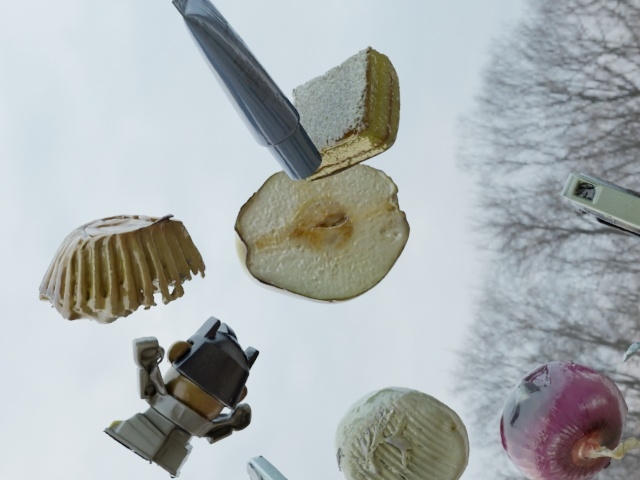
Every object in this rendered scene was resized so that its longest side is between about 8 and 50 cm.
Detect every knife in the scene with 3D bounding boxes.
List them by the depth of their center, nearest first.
[{"bbox_3d":[0.593,0.212,1.602,0.028,0.015,0.210,-46,-20,2],"label":"knife"}]

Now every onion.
[{"bbox_3d":[0.387,0.295,1.380,0.207,0.200,0.200,-49,-6,37],"label":"onion"}]

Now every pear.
[{"bbox_3d":[0.000,0.000,1.906,0.191,0.386,0.340,100,156,-69],"label":"pear"}]

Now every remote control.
[{"bbox_3d":[-0.102,0.605,2.034,0.052,0.247,0.104,-29,-56,-26],"label":"remote control"}]

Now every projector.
[{"bbox_3d":[0.591,-0.055,1.601,0.079,0.257,0.259,-69,-16,12],"label":"projector"}]

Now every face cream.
[{"bbox_3d":[-0.120,-0.253,1.354,0.385,0.086,0.135,53,-160,-34],"label":"face cream"}]

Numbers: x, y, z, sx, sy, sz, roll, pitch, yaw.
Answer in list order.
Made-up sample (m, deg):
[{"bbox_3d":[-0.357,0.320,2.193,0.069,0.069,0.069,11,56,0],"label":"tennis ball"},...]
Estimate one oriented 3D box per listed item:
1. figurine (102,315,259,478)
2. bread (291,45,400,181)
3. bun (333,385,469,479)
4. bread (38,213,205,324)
[{"bbox_3d":[-0.231,0.280,1.515,0.308,0.143,0.308,-30,-45,-35],"label":"figurine"},{"bbox_3d":[0.041,-0.227,1.566,0.110,0.234,0.184,22,-116,-36],"label":"bread"},{"bbox_3d":[0.158,0.419,1.699,0.168,0.273,0.273,-31,-48,-88],"label":"bun"},{"bbox_3d":[-0.321,0.039,1.349,0.274,0.274,0.149,-23,-73,-60],"label":"bread"}]
